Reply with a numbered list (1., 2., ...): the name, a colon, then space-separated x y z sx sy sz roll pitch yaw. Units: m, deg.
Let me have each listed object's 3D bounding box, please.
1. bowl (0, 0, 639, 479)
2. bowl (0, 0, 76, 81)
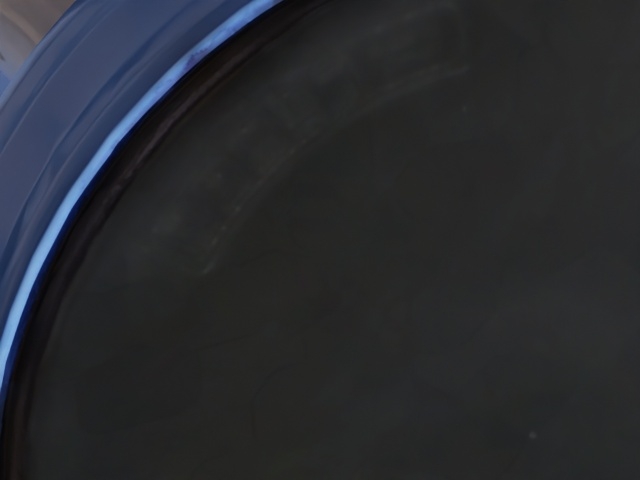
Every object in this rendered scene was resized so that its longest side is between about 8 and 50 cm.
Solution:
1. bowl: 0.061 0.054 0.517 0.391 0.391 0.077 -65 -157 13
2. bowl: -0.086 -0.197 0.623 0.298 0.134 0.298 -49 -162 23
